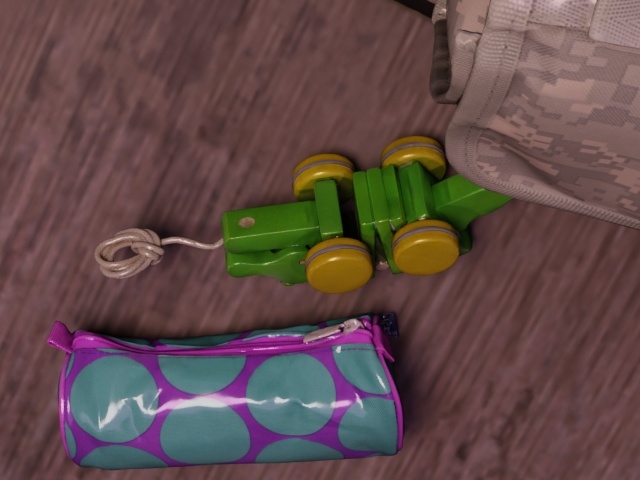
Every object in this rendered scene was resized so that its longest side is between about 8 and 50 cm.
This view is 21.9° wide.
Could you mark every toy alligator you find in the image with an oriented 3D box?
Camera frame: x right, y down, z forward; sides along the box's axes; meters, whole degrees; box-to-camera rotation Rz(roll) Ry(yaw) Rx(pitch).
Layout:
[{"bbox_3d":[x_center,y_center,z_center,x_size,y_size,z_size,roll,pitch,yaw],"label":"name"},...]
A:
[{"bbox_3d":[0.000,0.000,0.720,0.190,0.056,0.051,-12,145,5],"label":"toy alligator"}]

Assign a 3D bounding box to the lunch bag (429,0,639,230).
[{"bbox_3d":[0.162,-0.081,0.559,0.235,0.287,0.168,12,110,0],"label":"lunch bag"}]

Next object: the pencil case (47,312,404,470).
[{"bbox_3d":[-0.040,0.065,0.730,0.152,0.064,0.070,-4,122,3],"label":"pencil case"}]
